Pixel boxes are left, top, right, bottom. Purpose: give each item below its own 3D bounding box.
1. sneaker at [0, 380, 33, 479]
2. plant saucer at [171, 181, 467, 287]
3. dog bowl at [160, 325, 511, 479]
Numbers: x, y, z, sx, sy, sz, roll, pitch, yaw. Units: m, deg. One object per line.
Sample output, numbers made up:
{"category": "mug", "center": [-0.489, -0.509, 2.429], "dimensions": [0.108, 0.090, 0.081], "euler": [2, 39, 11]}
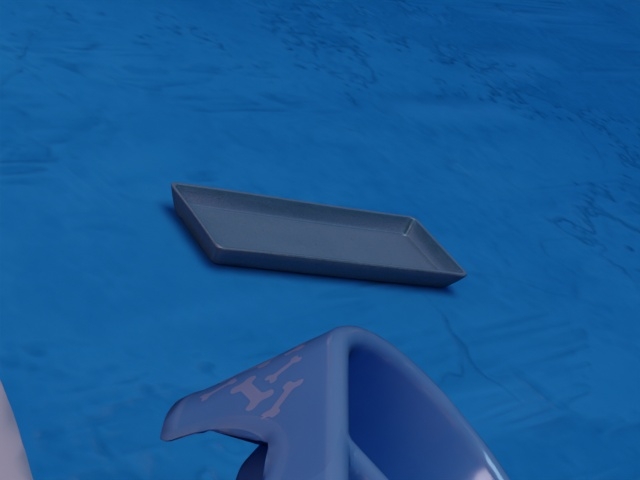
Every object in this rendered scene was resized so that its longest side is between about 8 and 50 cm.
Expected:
{"category": "sneaker", "center": [-0.168, 0.092, 0.438], "dimensions": [0.161, 0.102, 0.282], "euler": [3, 33, -37]}
{"category": "plant saucer", "center": [0.000, 0.000, 0.910], "dimensions": [0.192, 0.018, 0.067], "euler": [8, 30, -39]}
{"category": "dog bowl", "center": [0.022, 0.128, 0.503], "dimensions": [0.166, 0.074, 0.297], "euler": [48, 13, -14]}
